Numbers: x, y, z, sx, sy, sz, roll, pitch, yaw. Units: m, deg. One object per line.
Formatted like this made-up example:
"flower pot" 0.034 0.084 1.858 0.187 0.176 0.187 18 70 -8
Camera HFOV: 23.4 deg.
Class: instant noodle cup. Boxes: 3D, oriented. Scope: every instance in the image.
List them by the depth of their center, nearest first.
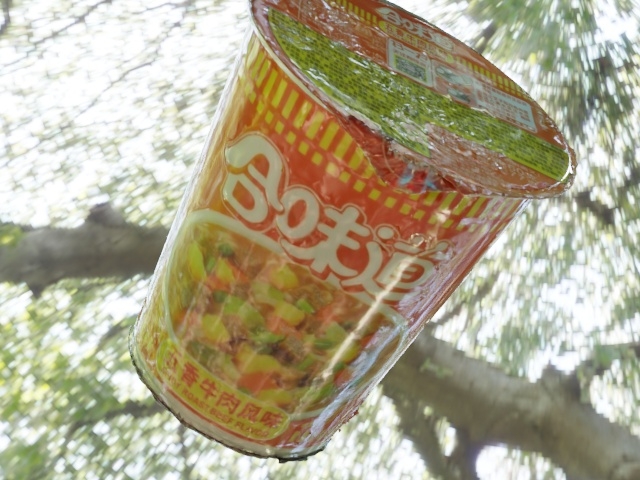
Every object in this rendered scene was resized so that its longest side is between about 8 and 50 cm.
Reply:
"instant noodle cup" 0.000 0.000 0.812 0.193 0.193 0.212 32 -64 2
